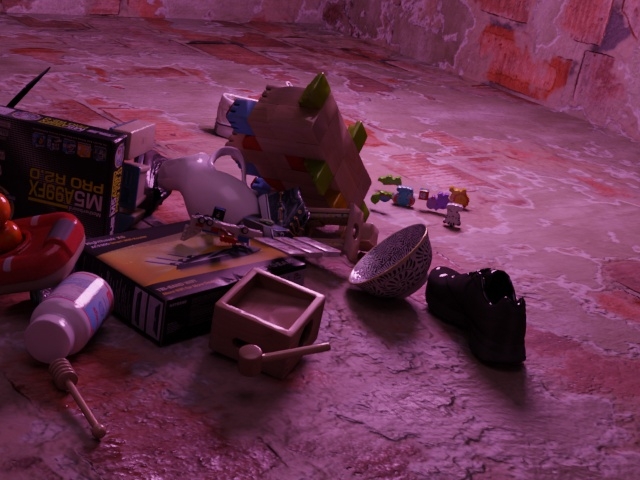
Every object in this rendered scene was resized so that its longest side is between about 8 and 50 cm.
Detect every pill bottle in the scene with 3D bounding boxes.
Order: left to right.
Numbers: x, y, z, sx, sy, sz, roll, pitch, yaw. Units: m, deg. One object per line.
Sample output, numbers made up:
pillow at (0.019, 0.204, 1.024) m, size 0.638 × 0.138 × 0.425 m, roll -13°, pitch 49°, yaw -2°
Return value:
pill bottle at (-0.359, 0.111, 1.425) m, size 0.087 × 0.087 × 0.160 m, roll 12°, pitch 21°, yaw 4°

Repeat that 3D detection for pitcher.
pitcher at (-0.183, -0.091, 1.908) m, size 0.177 × 0.125 × 0.207 m, roll -31°, pitch 58°, yaw -25°

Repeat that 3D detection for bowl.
bowl at (0.141, 0.052, 1.778) m, size 0.080 × 0.170 × 0.170 m, roll 52°, pitch 16°, yaw -13°

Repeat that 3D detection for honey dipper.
honey dipper at (-0.312, 0.205, 1.287) m, size 0.030 × 0.031 × 0.160 m, roll -4°, pitch 27°, yaw -32°

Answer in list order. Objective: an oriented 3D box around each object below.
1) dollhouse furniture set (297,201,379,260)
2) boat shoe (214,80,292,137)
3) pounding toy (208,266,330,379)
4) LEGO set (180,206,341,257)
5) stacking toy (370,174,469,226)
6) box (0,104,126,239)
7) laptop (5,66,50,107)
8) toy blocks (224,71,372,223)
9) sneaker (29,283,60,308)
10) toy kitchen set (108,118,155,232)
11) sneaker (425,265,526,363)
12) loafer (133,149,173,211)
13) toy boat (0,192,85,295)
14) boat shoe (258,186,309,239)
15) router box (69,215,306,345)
dollhouse furniture set at (0.000, 0.000, 1.930) m, size 0.181 × 0.101 × 0.161 m, roll 3°, pitch -17°, yaw 23°
boat shoe at (-0.085, -0.331, 2.594) m, size 0.366 × 0.157 × 0.136 m, roll 9°, pitch 21°, yaw -2°
pounding toy at (-0.072, 0.152, 1.459) m, size 0.181 × 0.094 × 0.206 m, roll 22°, pitch 32°, yaw 15°
LEGO set at (-0.112, -0.001, 1.693) m, size 0.244 × 0.060 × 0.182 m, roll 22°, pitch 10°, yaw 25°
stacking toy at (0.228, -0.094, 2.285) m, size 0.221 × 0.052 × 0.167 m, roll 11°, pitch 19°, yaw 8°
box at (-0.483, -0.107, 1.751) m, size 0.270 × 0.216 × 0.060 m, roll 14°, pitch 20°, yaw 8°
laptop at (-0.788, -0.335, 2.310) m, size 0.264 × 0.137 × 0.234 m, roll 9°, pitch 20°, yaw -3°
toy blocks at (-0.066, -0.184, 2.016) m, size 0.260 × 0.381 × 0.191 m, roll 11°, pitch 61°, yaw 28°
sneaker at (-0.403, 0.088, 1.531) m, size 0.069 × 0.038 × 0.098 m, roll -1°, pitch 24°, yaw -26°
toy kitchen set at (-0.410, -0.122, 1.824) m, size 0.166 × 0.207 × 0.122 m, roll 12°, pitch 16°, yaw 9°
sneaker at (0.272, 0.096, 1.698) m, size 0.109 × 0.130 × 0.286 m, roll -2°, pitch 23°, yaw -24°
loafer at (-0.337, -0.128, 2.037) m, size 0.095 × 0.109 × 0.302 m, roll 10°, pitch 18°, yaw -12°
toy boat at (-0.485, -0.009, 1.518) m, size 0.231 × 0.151 × 0.151 m, roll -8°, pitch 34°, yaw 14°
boat shoe at (-0.058, -0.021, 1.818) m, size 0.083 × 0.065 × 0.183 m, roll -18°, pitch 56°, yaw 6°
router box at (-0.215, 0.055, 1.643) m, size 0.243 × 0.081 × 0.308 m, roll 26°, pitch 26°, yaw 36°
